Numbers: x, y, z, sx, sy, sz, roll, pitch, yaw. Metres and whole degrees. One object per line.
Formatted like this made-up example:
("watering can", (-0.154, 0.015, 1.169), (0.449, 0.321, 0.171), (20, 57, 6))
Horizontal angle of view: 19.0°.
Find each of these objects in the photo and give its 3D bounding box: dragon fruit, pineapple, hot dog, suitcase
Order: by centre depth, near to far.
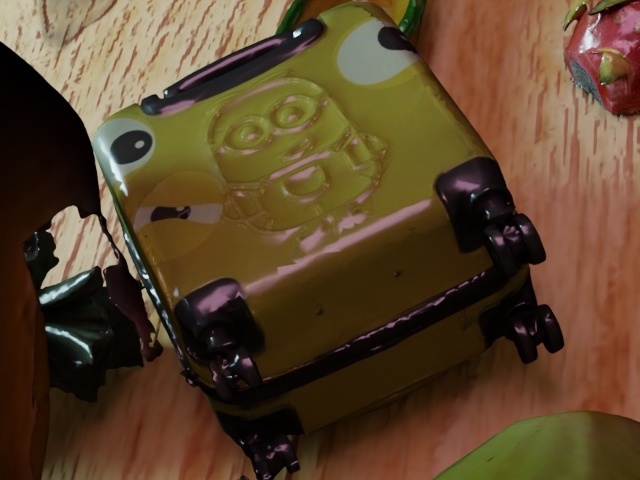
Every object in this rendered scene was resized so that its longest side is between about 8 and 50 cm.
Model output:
("hot dog", (-0.200, 0.068, 0.961), (0.107, 0.194, 0.326), (-32, 33, 56))
("suitcase", (0.000, 0.000, 1.019), (0.194, 0.143, 0.235), (-25, 44, -5))
("pineapple", (-0.224, 0.038, 1.086), (0.248, 0.128, 0.128), (2, 47, 15))
("dragon fruit", (0.177, -0.116, 1.134), (0.056, 0.060, 0.083), (-27, 45, -12))

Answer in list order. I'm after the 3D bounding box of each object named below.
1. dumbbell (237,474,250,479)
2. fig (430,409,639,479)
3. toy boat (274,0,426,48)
("dumbbell", (-0.084, 0.168, 0.931), (0.069, 0.069, 0.147), (24, 57, 37))
("fig", (0.086, 0.190, 0.758), (0.207, 0.207, 0.230), (-10, 37, 11))
("toy boat", (0.015, -0.139, 1.194), (0.089, 0.088, 0.229), (4, 47, 22))
